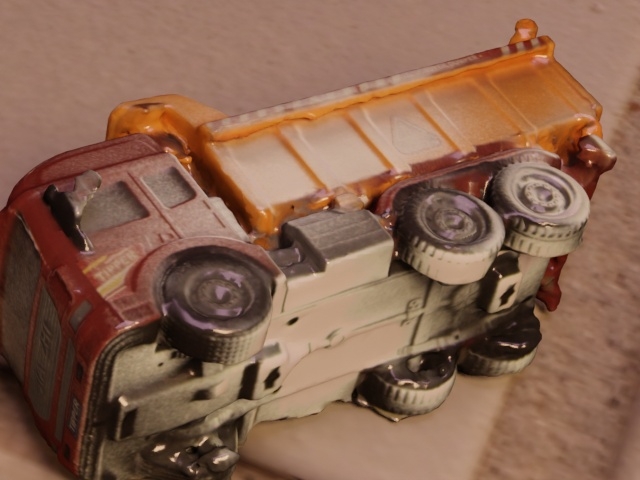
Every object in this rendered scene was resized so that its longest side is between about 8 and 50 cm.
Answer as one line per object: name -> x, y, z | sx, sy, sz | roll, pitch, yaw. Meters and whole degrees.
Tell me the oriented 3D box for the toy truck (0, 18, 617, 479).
toy truck -> 0.000, 0.000, 0.732 | 0.270, 0.114, 0.135 | -17, 50, -31
